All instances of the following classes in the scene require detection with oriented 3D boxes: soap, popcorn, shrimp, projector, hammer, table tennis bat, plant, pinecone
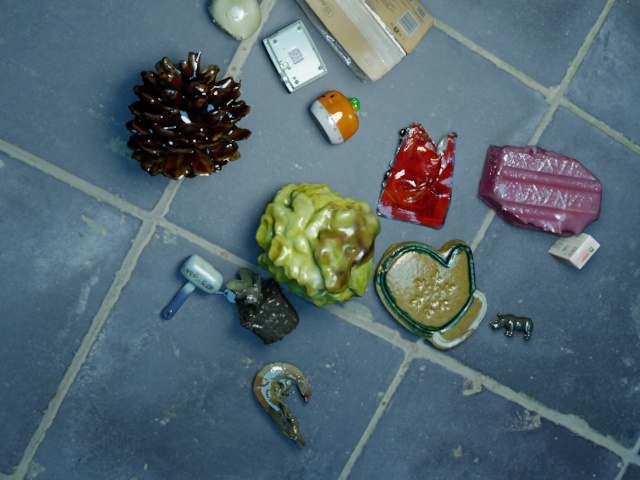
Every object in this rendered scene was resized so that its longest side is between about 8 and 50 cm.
[{"bbox_3d":[0.598,-0.133,1.785,0.325,0.127,0.220,11,95,-7],"label":"soap"},{"bbox_3d":[-0.016,0.005,1.647,0.312,0.312,0.312,-1,100,-9],"label":"popcorn"},{"bbox_3d":[-0.086,0.450,1.821,0.144,0.052,0.251,-29,102,-6],"label":"shrimp"},{"bbox_3d":[-0.065,-0.461,1.667,0.115,0.061,0.147,-29,102,-1],"label":"projector"},{"bbox_3d":[-0.347,0.135,1.726,0.116,0.069,0.194,39,100,-13],"label":"hammer"},{"bbox_3d":[-0.242,0.142,1.767,0.083,0.007,0.050,5,99,-11],"label":"table tennis bat"},{"bbox_3d":[-0.154,0.168,1.716,0.131,0.142,0.203,-31,109,6],"label":"plant"},{"bbox_3d":[-0.312,-0.295,1.563,0.298,0.242,0.295,3,101,-3],"label":"pinecone"}]

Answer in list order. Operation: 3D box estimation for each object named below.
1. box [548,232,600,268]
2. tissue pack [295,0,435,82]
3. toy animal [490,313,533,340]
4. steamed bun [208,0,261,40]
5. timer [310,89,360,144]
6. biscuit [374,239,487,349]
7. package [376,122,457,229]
[{"bbox_3d":[0.700,0.022,1.832,0.043,0.125,0.089,39,93,-13],"label":"box"},{"bbox_3d":[0.088,-0.556,1.621,0.238,0.238,0.305,-43,103,0],"label":"tissue pack"},{"bbox_3d":[0.544,0.242,1.887,0.136,0.047,0.065,10,93,-9],"label":"toy animal"},{"bbox_3d":[-0.205,-0.560,1.612,0.130,0.091,0.112,42,89,-12],"label":"steamed bun"},{"bbox_3d":[0.048,-0.321,1.687,0.136,0.099,0.136,-4,112,-10],"label":"timer"},{"bbox_3d":[0.322,0.127,1.826,0.344,0.057,0.287,41,91,-13],"label":"biscuit"},{"bbox_3d":[0.270,-0.171,1.765,0.194,0.071,0.269,16,101,4],"label":"package"}]
